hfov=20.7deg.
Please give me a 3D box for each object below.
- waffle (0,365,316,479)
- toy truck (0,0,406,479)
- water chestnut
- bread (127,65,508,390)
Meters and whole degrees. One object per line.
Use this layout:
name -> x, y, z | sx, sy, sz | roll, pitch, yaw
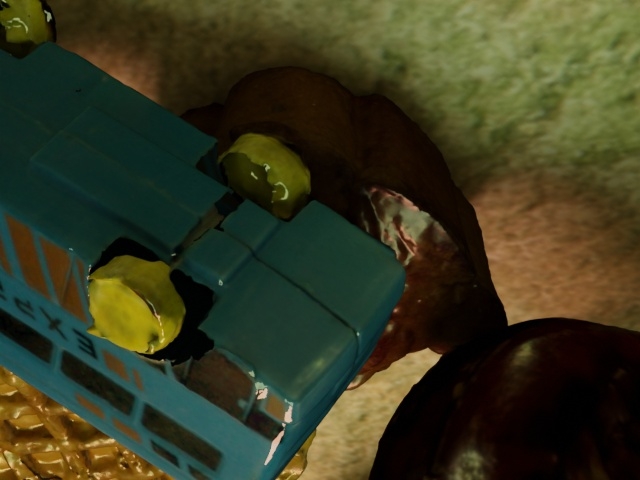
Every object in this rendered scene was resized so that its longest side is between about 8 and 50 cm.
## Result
waffle -> -0.167, 0.148, 1.382 | 0.325, 0.068, 0.302 | 23, 136, -20
toy truck -> -0.150, -0.011, 1.009 | 0.385, 0.161, 0.162 | 32, 137, 10
water chestnut -> 0.182, 0.185, 1.085 | 0.300, 0.300, 0.300 | 2, 140, 1
bread -> -0.013, 0.000, 1.140 | 0.232, 0.135, 0.247 | -20, 135, 25
